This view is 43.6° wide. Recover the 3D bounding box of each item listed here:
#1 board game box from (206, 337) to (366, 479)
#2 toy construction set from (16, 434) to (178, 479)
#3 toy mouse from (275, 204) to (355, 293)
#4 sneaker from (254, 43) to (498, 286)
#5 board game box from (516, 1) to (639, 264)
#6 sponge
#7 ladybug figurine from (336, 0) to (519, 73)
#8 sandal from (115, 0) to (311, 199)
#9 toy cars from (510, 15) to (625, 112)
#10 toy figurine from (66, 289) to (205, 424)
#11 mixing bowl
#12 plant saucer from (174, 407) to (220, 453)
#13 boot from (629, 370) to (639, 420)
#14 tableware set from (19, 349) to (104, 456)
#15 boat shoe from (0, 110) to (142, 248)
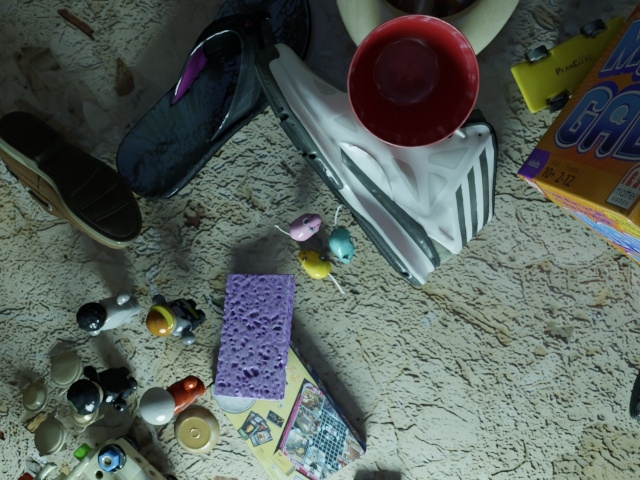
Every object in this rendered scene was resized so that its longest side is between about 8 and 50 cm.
[{"bbox_3d":[-0.057,0.301,1.367,0.165,0.042,0.243,-35,89,8],"label":"board game box"},{"bbox_3d":[-0.358,0.469,1.372,0.328,0.151,0.215,39,98,-8],"label":"toy construction set"},{"bbox_3d":[0.000,0.000,1.315,0.161,0.031,0.143,36,126,7],"label":"toy mouse"},{"bbox_3d":[0.109,-0.172,1.267,0.257,0.169,0.447,-39,101,-1],"label":"sneaker"},{"bbox_3d":[0.558,-0.111,1.067,0.356,0.356,0.356,33,97,-12],"label":"board game box"},{"bbox_3d":[-0.109,0.158,1.335,0.117,0.031,0.210,1,79,18],"label":"sponge"},{"bbox_3d":[0.176,-0.468,1.226,0.305,0.162,0.449,15,96,5],"label":"ladybug figurine"},{"bbox_3d":[-0.171,-0.247,1.311,0.167,0.107,0.446,39,97,3],"label":"sandal"},{"bbox_3d":[0.430,-0.364,1.245,0.176,0.087,0.393,24,93,-2],"label":"toy cars"},{"bbox_3d":[-0.303,0.190,1.319,0.213,0.148,0.209,5,95,20],"label":"toy figurine"},{"bbox_3d":[0.125,-0.231,1.131,0.181,0.098,0.181,0,111,-1],"label":"mixing bowl"},{"bbox_3d":[-0.218,0.336,1.403,0.083,0.015,0.083,0,94,7],"label":"plant saucer"},{"bbox_3d":[0.625,0.226,1.147,0.260,0.348,0.131,19,73,10],"label":"boot"},{"bbox_3d":[-0.457,0.284,1.402,0.141,0.020,0.168,-34,66,7],"label":"tableware set"},{"bbox_3d":[-0.423,-0.090,1.358,0.307,0.104,0.111,44,53,9],"label":"boat shoe"}]
